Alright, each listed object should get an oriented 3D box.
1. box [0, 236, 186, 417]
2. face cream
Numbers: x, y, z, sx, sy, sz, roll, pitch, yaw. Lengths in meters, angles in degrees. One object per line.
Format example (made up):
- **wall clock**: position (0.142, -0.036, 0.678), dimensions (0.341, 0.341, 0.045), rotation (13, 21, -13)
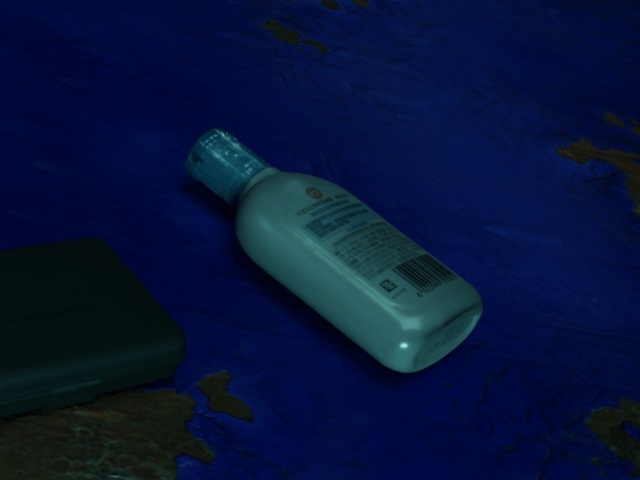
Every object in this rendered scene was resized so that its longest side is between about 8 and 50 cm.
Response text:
- **box**: position (-0.238, 0.068, 1.119), dimensions (0.230, 0.050, 0.160), rotation (-9, 44, -45)
- **face cream**: position (0.000, 0.000, 1.376), dimensions (0.337, 0.080, 0.163), rotation (37, 32, 21)
